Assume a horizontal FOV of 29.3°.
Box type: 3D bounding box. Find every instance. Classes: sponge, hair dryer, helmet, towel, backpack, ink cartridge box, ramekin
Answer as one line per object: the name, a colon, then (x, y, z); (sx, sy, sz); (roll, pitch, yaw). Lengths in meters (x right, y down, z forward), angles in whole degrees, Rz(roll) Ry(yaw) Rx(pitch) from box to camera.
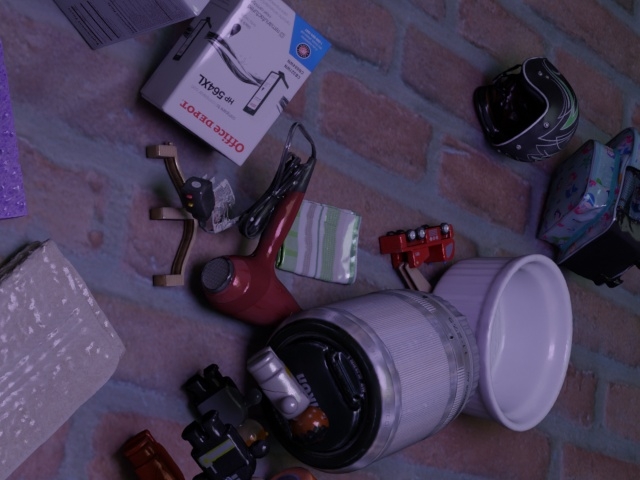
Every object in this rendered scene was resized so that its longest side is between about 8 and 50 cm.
sponge: (-0.399, -0.123, 1.373); (0.117, 0.031, 0.210); (-11, 93, -46)
hair dryer: (-0.063, 0.010, 1.627); (0.224, 0.080, 0.293); (-28, 128, -30)
helmet: (0.356, -0.214, 2.072); (0.169, 0.169, 0.161); (-16, 80, -46)
towel: (0.000, 0.000, 1.778); (0.152, 0.023, 0.113); (14, 75, -44)
backpack: (0.512, -0.074, 2.170); (0.191, 0.225, 0.253); (32, 60, -5)
ink cartridge box: (-0.109, -0.220, 1.582); (0.148, 0.086, 0.203); (35, 91, -37)
towel: (-0.355, 0.144, 1.379); (0.282, 0.049, 0.187); (-45, 116, -38)
ramekin: (0.277, 0.154, 1.941); (0.277, 0.135, 0.277); (-8, 100, -52)

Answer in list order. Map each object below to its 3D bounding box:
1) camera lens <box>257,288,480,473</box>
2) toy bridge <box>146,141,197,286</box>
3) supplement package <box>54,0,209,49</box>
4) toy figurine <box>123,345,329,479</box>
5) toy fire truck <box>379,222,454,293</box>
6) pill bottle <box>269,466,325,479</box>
camera lens: (0.066, 0.185, 1.675); (0.274, 0.219, 0.219); (-11, 93, -53)
toy bridge: (-0.189, -0.035, 1.584); (0.063, 0.026, 0.188); (0, 85, -48)
supplement package: (-0.208, -0.362, 1.473); (0.149, 0.203, 0.194); (52, 52, -28)
toy figurine: (-0.108, 0.250, 1.505); (0.148, 0.213, 0.209); (55, 45, -11)
toy fire truck: (0.144, 0.048, 1.905); (0.192, 0.047, 0.135); (-11, 94, -47)
pill bottle: (0.014, 0.417, 1.670); (0.245, 0.130, 0.130); (54, 52, -28)
